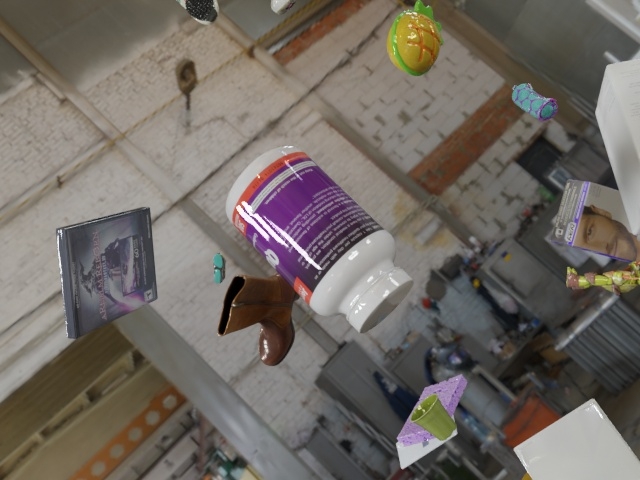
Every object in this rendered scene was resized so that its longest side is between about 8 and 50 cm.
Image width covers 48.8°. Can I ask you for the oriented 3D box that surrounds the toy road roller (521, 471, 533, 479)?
[{"bbox_3d":[0.539,0.685,1.699,0.329,0.203,0.240,-25,14,-8],"label":"toy road roller"}]

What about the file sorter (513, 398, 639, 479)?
[{"bbox_3d":[0.568,0.502,1.426,0.192,0.278,0.173,-37,-33,12],"label":"file sorter"}]

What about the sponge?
[{"bbox_3d":[0.270,0.405,1.685,0.117,0.031,0.210,-29,8,36],"label":"sponge"}]

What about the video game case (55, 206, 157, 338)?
[{"bbox_3d":[-0.395,0.051,1.335,0.274,0.026,0.196,-32,-59,-70],"label":"video game case"}]

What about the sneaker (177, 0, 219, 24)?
[{"bbox_3d":[-0.209,-0.422,1.258,0.075,0.161,0.057,22,-72,-50],"label":"sneaker"}]

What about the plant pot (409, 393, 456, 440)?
[{"bbox_3d":[0.251,0.392,1.536,0.083,0.079,0.083,-44,1,1],"label":"plant pot"}]

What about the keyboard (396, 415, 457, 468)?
[{"bbox_3d":[0.269,0.510,1.814,0.014,0.072,0.256,6,-37,-29],"label":"keyboard"}]

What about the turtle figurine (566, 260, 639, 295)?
[{"bbox_3d":[0.780,0.102,1.877,0.217,0.087,0.269,-4,5,32],"label":"turtle figurine"}]

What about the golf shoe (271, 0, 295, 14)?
[{"bbox_3d":[-0.055,-0.498,1.255,0.186,0.085,0.067,-66,21,8],"label":"golf shoe"}]

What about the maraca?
[{"bbox_3d":[0.198,-0.411,1.434,0.099,0.127,0.186,-8,36,43],"label":"maraca"}]

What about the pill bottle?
[{"bbox_3d":[0.000,0.000,1.193,0.181,0.323,0.181,-39,-20,-17],"label":"pill bottle"}]

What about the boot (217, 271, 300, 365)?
[{"bbox_3d":[-0.145,0.198,1.670,0.280,0.096,0.264,-7,-58,-65],"label":"boot"}]

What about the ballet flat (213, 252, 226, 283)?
[{"bbox_3d":[-0.301,0.076,2.119,0.041,0.041,0.114,-36,-35,-45],"label":"ballet flat"}]

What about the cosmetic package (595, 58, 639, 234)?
[{"bbox_3d":[0.809,-0.233,1.729,0.156,0.385,0.217,-11,-25,8],"label":"cosmetic package"}]

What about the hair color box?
[{"bbox_3d":[0.844,-0.044,2.019,0.110,0.338,0.185,-156,79,-71],"label":"hair color box"}]

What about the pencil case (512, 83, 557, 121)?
[{"bbox_3d":[0.607,-0.395,2.005,0.064,0.152,0.070,14,-64,-29],"label":"pencil case"}]
